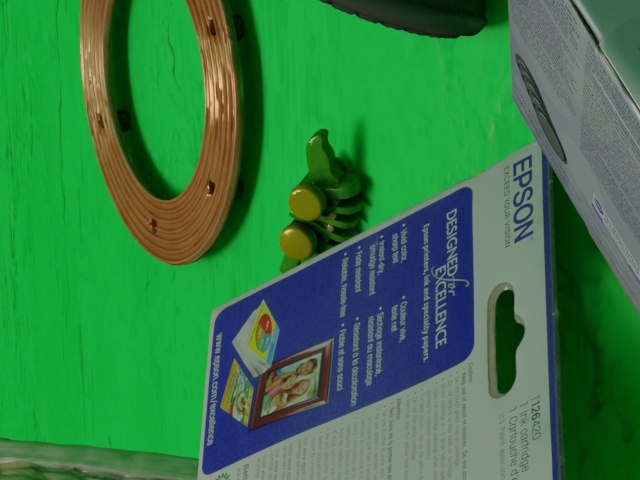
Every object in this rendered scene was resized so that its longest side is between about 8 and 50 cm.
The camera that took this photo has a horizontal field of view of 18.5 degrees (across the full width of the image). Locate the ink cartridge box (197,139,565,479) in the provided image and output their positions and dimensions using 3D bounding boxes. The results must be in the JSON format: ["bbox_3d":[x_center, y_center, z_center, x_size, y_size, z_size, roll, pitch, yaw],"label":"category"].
[{"bbox_3d":[0.045,0.119,1.270,0.307,0.072,0.304,-26,42,31],"label":"ink cartridge box"}]

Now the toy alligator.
[{"bbox_3d":[0.000,0.000,1.520,0.051,0.056,0.190,22,126,12],"label":"toy alligator"}]

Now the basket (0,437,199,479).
[{"bbox_3d":[-0.138,0.364,1.505,0.266,0.331,0.328,-90,7,-64],"label":"basket"}]

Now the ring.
[{"bbox_3d":[-0.139,-0.145,1.758,0.336,0.032,0.337,23,117,58],"label":"ring"}]

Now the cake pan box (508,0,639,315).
[{"bbox_3d":[0.182,-0.033,1.008,0.267,0.070,0.246,62,178,22],"label":"cake pan box"}]

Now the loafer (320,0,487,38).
[{"bbox_3d":[-0.035,-0.257,1.284,0.130,0.366,0.134,-58,0,9],"label":"loafer"}]
